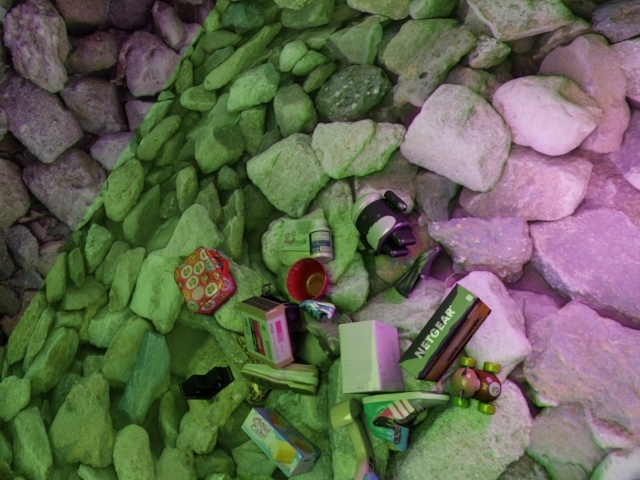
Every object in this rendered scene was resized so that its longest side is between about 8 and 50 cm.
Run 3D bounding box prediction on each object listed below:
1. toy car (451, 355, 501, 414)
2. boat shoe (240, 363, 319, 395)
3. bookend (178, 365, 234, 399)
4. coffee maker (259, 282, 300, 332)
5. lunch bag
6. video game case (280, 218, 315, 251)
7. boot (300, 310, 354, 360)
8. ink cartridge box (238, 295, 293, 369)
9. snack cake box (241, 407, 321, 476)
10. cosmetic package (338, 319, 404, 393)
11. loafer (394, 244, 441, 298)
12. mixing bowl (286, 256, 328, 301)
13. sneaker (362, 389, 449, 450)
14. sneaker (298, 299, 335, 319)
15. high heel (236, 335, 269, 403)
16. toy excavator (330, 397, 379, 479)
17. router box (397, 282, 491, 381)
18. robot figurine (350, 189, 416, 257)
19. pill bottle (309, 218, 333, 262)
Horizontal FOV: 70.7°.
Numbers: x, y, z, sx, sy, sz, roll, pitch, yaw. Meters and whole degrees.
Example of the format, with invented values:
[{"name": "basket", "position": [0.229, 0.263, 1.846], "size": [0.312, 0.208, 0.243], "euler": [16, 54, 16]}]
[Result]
[{"name": "toy car", "position": [0.463, 0.438, 1.376], "size": [0.149, 0.188, 0.154], "euler": [5, 76, 31]}, {"name": "boat shoe", "position": [-0.152, 0.513, 1.735], "size": [0.303, 0.113, 0.103], "euler": [11, 54, 9]}, {"name": "bookend", "position": [-0.473, 0.591, 1.882], "size": [0.157, 0.156, 0.072], "euler": [-40, 58, 11]}, {"name": "coffee maker", "position": [-0.176, 0.271, 1.796], "size": [0.178, 0.120, 0.171], "euler": [3, 110, 50]}, {"name": "lunch bag", "position": [-0.527, 0.171, 2.084], "size": [0.258, 0.120, 0.293], "euler": [-43, 57, 9]}, {"name": "video game case", "position": [-0.096, -0.023, 1.965], "size": [0.157, 0.019, 0.143], "euler": [0, 73, 30]}, {"name": "boot", "position": [0.043, 0.327, 1.740], "size": [0.161, 0.083, 0.246], "euler": [-39, 56, -3]}, {"name": "ink cartridge box", "position": [-0.208, 0.344, 1.705], "size": [0.193, 0.088, 0.234], "euler": [8, 111, 49]}, {"name": "snack cake box", "position": [-0.143, 0.728, 1.645], "size": [0.264, 0.152, 0.089], "euler": [30, 89, 34]}, {"name": "cosmetic package", "position": [0.175, 0.402, 1.534], "size": [0.138, 0.224, 0.224], "euler": [-15, 66, 26]}, {"name": "loafer", "position": [0.362, 0.113, 1.624], "size": [0.078, 0.076, 0.223], "euler": [45, 102, 28]}, {"name": "mixing bowl", "position": [-0.036, 0.167, 1.815], "size": [0.182, 0.098, 0.181], "euler": [-11, 68, 28]}, {"name": "sneaker", "position": [0.282, 0.586, 1.467], "size": [0.296, 0.124, 0.178], "euler": [-15, 66, 25]}, {"name": "sneaker", "position": [-0.018, 0.266, 1.723], "size": [0.145, 0.053, 0.059], "euler": [5, 57, 17]}, {"name": "high heel", "position": [-0.298, 0.525, 1.838], "size": [0.261, 0.093, 0.186], "euler": [36, 86, 25]}, {"name": "toy excavator", "position": [0.149, 0.792, 1.431], "size": [0.223, 0.445, 0.432], "euler": [-30, 102, 17]}, {"name": "router box", "position": [0.401, 0.301, 1.430], "size": [0.081, 0.243, 0.308], "euler": [38, 94, 34]}, {"name": "robot figurine", "position": [0.236, -0.059, 1.699], "size": [0.209, 0.173, 0.278], "euler": [-38, 58, 0]}, {"name": "pill bottle", "position": [0.000, 0.000, 1.857], "size": [0.094, 0.094, 0.169], "euler": [-14, 66, 25]}]
